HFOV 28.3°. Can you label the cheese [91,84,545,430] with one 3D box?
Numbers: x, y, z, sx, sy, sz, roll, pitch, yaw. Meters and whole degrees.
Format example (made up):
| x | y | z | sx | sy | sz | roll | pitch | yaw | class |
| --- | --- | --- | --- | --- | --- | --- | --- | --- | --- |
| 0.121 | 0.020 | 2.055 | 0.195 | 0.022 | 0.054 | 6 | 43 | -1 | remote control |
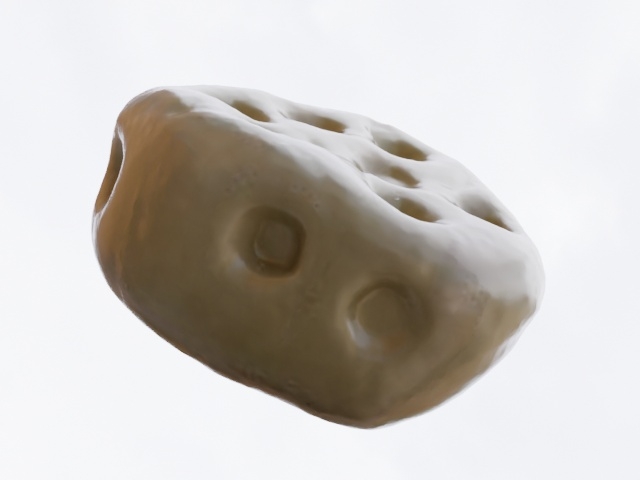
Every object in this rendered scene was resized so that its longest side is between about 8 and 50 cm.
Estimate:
| x | y | z | sx | sy | sz | roll | pitch | yaw | class |
| --- | --- | --- | --- | --- | --- | --- | --- | --- | --- |
| 0.000 | 0.000 | 0.645 | 0.235 | 0.218 | 0.117 | 32 | -71 | 25 | cheese |
